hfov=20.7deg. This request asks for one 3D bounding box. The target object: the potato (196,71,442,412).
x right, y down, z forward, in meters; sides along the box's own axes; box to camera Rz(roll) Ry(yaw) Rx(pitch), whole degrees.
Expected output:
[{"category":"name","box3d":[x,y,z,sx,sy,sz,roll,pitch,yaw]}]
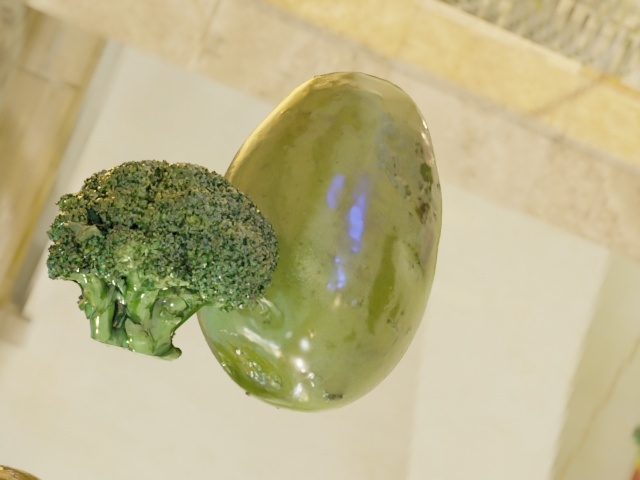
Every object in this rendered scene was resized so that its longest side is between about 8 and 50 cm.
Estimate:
[{"category":"potato","box3d":[0.000,-0.001,1.520,0.216,0.216,0.304,114,-12,-76]}]

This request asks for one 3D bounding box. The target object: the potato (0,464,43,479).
[{"category":"potato","box3d":[-0.321,0.358,1.788,0.369,0.195,0.176,-110,180,-59]}]

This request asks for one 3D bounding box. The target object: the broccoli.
[{"category":"broccoli","box3d":[-0.122,0.013,1.351,0.195,0.195,0.156,113,-4,-83]}]
